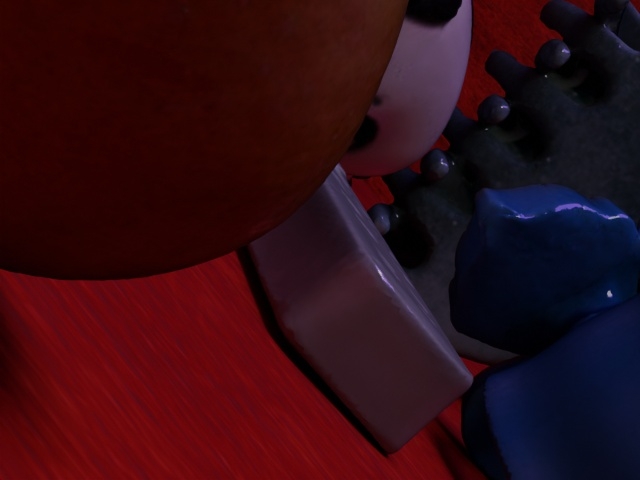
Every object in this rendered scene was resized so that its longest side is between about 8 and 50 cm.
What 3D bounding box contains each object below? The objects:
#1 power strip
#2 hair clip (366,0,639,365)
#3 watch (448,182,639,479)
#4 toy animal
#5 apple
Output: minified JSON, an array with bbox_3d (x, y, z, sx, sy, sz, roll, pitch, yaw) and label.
[{"bbox_3d":[0.000,0.000,1.015,0.091,0.062,0.385,50,4,-19],"label":"power strip"},{"bbox_3d":[0.187,-0.021,1.424,0.238,0.318,0.392,47,7,-10],"label":"hair clip"},{"bbox_3d":[0.194,0.111,1.058,0.305,0.241,0.274,49,17,-23],"label":"watch"},{"bbox_3d":[-0.006,-0.166,1.303,0.251,0.251,0.310,49,-2,0],"label":"toy animal"},{"bbox_3d":[-0.068,-0.083,0.422,0.155,0.182,0.182,8,30,-35],"label":"apple"}]
